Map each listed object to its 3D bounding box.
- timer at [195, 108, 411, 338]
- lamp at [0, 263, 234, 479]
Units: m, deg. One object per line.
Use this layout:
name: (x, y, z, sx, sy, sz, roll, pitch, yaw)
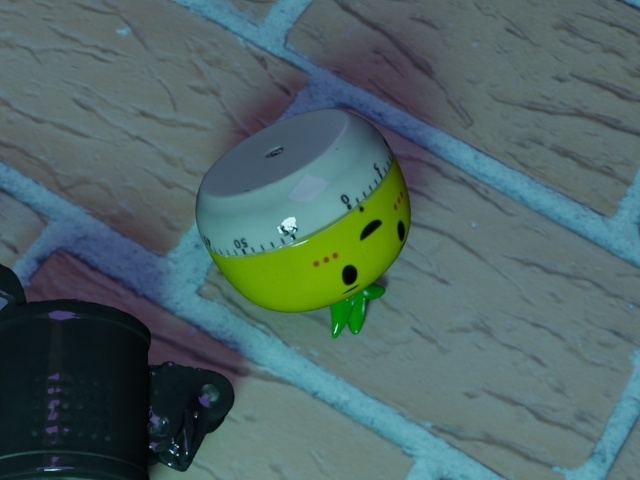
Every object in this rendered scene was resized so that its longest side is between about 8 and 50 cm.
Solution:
timer: (0.000, 0.000, 1.741, 0.285, 0.285, 0.285, 2, 61, -4)
lamp: (-0.305, 0.207, 1.589, 0.374, 0.205, 0.272, 22, 57, -5)
